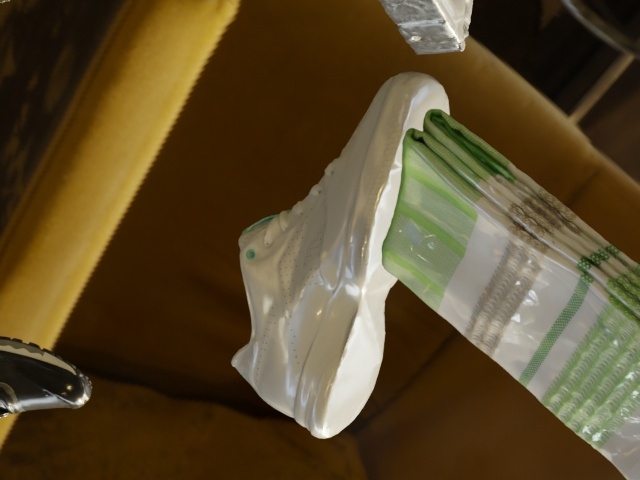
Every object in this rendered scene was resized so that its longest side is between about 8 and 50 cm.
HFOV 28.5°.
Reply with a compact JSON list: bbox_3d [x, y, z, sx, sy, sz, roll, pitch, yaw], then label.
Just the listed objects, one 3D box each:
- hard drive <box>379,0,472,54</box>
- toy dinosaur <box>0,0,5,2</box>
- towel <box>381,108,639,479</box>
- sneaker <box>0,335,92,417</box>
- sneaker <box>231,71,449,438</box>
[{"bbox_3d":[0.075,-0.359,1.194,0.064,0.237,0.339,-1,157,26],"label":"hard drive"},{"bbox_3d":[-0.471,-0.375,1.571,0.121,0.313,0.160,-14,112,-32],"label":"toy dinosaur"},{"bbox_3d":[0.081,0.034,0.422,0.023,0.152,0.113,-43,163,-22],"label":"towel"},{"bbox_3d":[-0.384,0.167,1.329,0.283,0.124,0.107,8,154,11],"label":"sneaker"},{"bbox_3d":[0.000,0.000,0.693,0.080,0.094,0.212,-13,125,-57],"label":"sneaker"}]
